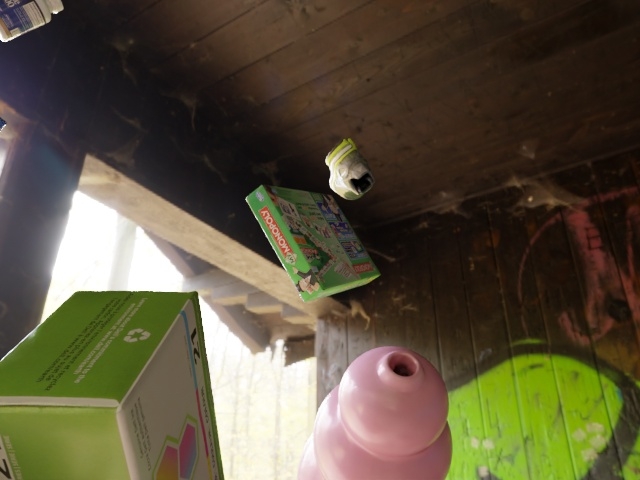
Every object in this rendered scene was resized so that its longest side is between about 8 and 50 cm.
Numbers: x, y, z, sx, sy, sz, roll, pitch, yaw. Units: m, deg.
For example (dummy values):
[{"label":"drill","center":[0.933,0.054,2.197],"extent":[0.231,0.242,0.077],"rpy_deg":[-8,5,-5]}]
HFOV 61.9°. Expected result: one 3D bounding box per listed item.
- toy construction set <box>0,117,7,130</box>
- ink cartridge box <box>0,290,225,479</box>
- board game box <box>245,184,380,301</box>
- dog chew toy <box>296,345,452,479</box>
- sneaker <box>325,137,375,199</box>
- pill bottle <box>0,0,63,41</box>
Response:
[{"label":"toy construction set","center":[-0.857,-0.218,1.163],"extent":[0.308,0.258,0.237],"rpy_deg":[17,1,-32]},{"label":"ink cartridge box","center":[-0.137,0.169,0.299],"extent":[0.096,0.255,0.189],"rpy_deg":[-1,-68,4]},{"label":"board game box","center":[0.000,0.000,1.042],"extent":[0.046,0.214,0.317],"rpy_deg":[-34,-12,20]},{"label":"dog chew toy","center":[0.077,0.269,0.693],"extent":[0.206,0.207,0.332],"rpy_deg":[3,-53,-5]},{"label":"sneaker","center":[0.094,-0.172,1.528],"extent":[0.111,0.121,0.300],"rpy_deg":[-40,-18,-1]},{"label":"pill bottle","center":[-0.522,-0.406,0.939],"extent":[0.120,0.067,0.067],"rpy_deg":[-38,-19,-21]}]
